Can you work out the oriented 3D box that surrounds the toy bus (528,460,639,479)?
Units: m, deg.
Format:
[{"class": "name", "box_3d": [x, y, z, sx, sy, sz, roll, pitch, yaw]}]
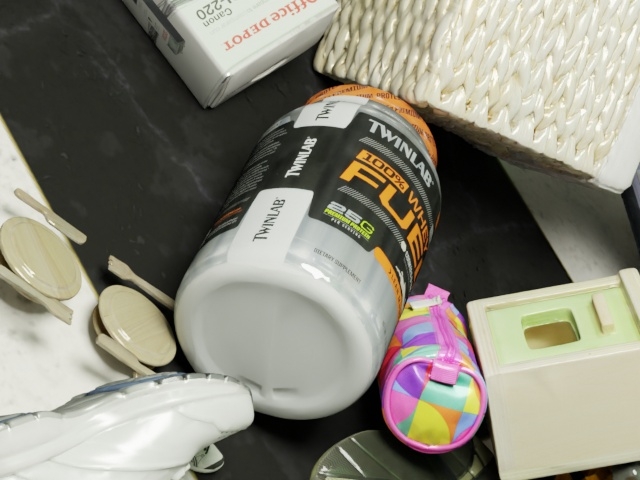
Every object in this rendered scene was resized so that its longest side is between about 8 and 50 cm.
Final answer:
[{"class": "toy bus", "box_3d": [0.315, 0.281, 1.909, 0.211, 0.149, 0.220, 55, 34, -13]}]

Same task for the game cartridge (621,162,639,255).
[{"class": "game cartridge", "box_3d": [0.390, -0.061, 2.182, 0.230, 0.068, 0.355, -72, 148, -45]}]

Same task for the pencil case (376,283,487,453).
[{"class": "pencil case", "box_3d": [0.098, 0.117, 1.792, 0.104, 0.104, 0.236, 40, 10, -11]}]

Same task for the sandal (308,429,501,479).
[{"class": "sandal", "box_3d": [0.082, 0.239, 1.765, 0.120, 0.086, 0.303, 57, 24, 19]}]

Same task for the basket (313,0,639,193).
[{"class": "basket", "box_3d": [0.199, -0.256, 2.012, 0.266, 0.331, 0.328, 18, 4, -25]}]

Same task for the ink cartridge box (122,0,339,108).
[{"class": "ink cartridge box", "box_3d": [-0.111, -0.266, 1.950, 0.158, 0.092, 0.218, -35, 86, -26]}]

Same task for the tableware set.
[{"class": "tableware set", "box_3d": [-0.209, 0.053, 1.673, 0.194, 0.039, 0.128, 38, 28, -23]}]

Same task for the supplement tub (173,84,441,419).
[{"class": "supplement tub", "box_3d": [0.000, 0.000, 1.790, 0.193, 0.193, 0.316, 39, 39, -12]}]

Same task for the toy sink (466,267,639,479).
[{"class": "toy sink", "box_3d": [0.267, 0.119, 1.828, 0.153, 0.234, 0.131, -94, 174, -64]}]

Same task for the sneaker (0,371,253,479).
[{"class": "sneaker", "box_3d": [-0.176, 0.183, 1.552, 0.297, 0.111, 0.129, -16, 90, -36]}]

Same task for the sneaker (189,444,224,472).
[{"class": "sneaker", "box_3d": [-0.113, 0.171, 1.665, 0.083, 0.037, 0.032, 34, 39, -20]}]
